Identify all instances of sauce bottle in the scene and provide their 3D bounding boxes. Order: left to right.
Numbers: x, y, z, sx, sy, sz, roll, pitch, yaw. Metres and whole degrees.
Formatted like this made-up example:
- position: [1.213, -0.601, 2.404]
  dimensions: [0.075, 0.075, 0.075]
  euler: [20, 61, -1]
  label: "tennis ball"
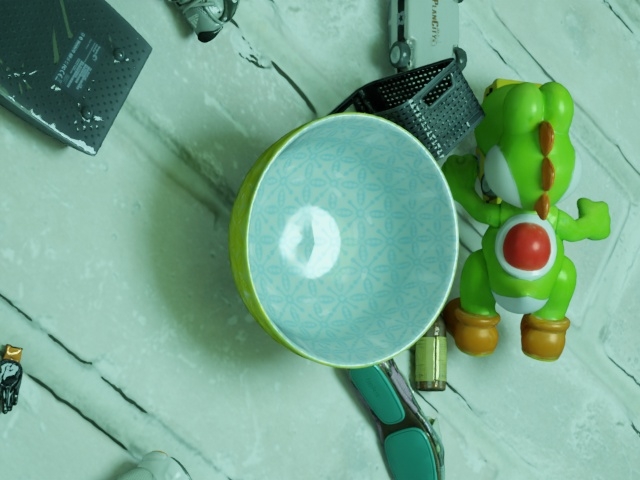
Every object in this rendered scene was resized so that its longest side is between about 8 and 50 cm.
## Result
- position: [0.142, 0.128, 2.044]
  dimensions: [0.042, 0.042, 0.128]
  euler: [12, 76, -38]
  label: "sauce bottle"

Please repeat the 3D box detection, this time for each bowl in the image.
- position: [0.000, 0.000, 1.863]
  dimensions: [0.289, 0.156, 0.289]
  euler: [0, 90, -32]
  label: "bowl"

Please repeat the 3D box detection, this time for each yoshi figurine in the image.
- position: [0.251, -0.043, 2.012]
  dimensions: [0.204, 0.203, 0.362]
  euler: [-20, 125, -41]
  label: "yoshi figurine"

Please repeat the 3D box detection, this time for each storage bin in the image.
- position: [0.095, -0.144, 1.960]
  dimensions: [0.122, 0.180, 0.084]
  euler: [-43, 111, -36]
  label: "storage bin"

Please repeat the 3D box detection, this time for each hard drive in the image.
- position: [-0.314, -0.220, 1.717]
  dimensions: [0.255, 0.054, 0.172]
  euler: [39, 60, -28]
  label: "hard drive"

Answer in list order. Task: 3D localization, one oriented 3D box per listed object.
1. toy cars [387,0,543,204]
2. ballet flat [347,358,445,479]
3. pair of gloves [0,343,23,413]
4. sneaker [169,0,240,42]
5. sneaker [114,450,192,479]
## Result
- position: [0.187, -0.197, 2.111]
  dimensions: [0.176, 0.087, 0.393]
  euler: [-43, 105, -26]
  label: "toy cars"
- position: [0.104, 0.218, 1.986]
  dimensions: [0.221, 0.077, 0.079]
  euler: [63, 32, -13]
  label: "ballet flat"
- position: [-0.345, 0.140, 1.660]
  dimensions: [0.083, 0.010, 0.074]
  euler: [16, 72, -40]
  label: "pair of gloves"
- position: [-0.165, -0.285, 1.833]
  dimensions: [0.229, 0.086, 0.132]
  euler: [-23, 100, -40]
  label: "sneaker"
- position: [-0.167, 0.367, 1.727]
  dimensions: [0.121, 0.099, 0.262]
  euler: [-27, 93, -31]
  label: "sneaker"
